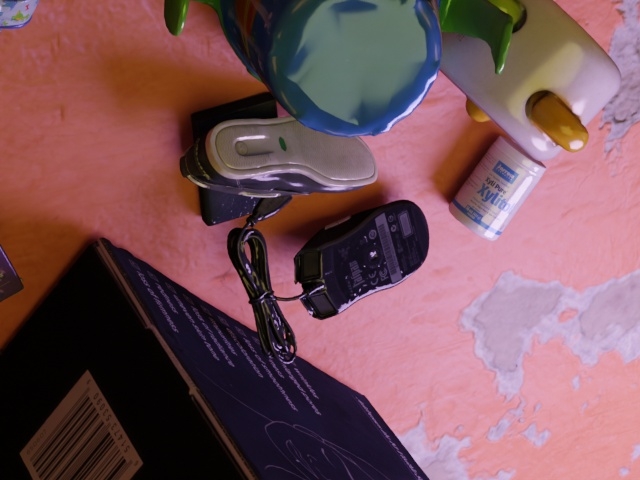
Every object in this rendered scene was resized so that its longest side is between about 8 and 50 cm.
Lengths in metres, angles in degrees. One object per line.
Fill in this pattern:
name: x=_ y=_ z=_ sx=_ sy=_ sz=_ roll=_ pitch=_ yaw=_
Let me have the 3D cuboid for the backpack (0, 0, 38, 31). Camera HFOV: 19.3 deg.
backpack: x=-0.321 y=-0.236 z=1.752 sx=0.114 sy=0.105 sz=0.084 roll=-6 pitch=145 yaw=-28

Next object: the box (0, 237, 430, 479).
box: x=-0.081 y=0.313 z=1.993 sx=0.471 sy=0.480 sz=0.297 roll=32 pitch=102 yaw=-39

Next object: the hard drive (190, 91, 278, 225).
hard drive: x=-0.088 y=-0.086 z=2.031 sx=0.094 sy=0.022 sz=0.135 roll=-18 pitch=126 yaw=-20

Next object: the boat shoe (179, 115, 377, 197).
boat shoe: x=-0.041 y=-0.085 z=2.008 sx=0.233 sy=0.084 sz=0.079 roll=1 pitch=157 yaw=-38

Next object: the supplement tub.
supplement tub: x=0.204 y=-0.060 z=2.186 sx=0.071 sy=0.071 sz=0.107 roll=24 pitch=106 yaw=-38

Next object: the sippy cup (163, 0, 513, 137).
sippy cup: x=0.020 y=-0.214 z=1.838 sx=0.305 sy=0.224 sz=0.240 roll=-26 pitch=117 yaw=5

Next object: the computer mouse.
computer mouse: x=0.000 y=0.000 z=2.104 sx=0.262 sy=0.060 sz=0.184 roll=-34 pitch=116 yaw=-28

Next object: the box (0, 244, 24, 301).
box: x=-0.409 y=-0.011 z=1.839 sx=0.153 sy=0.108 sz=0.207 roll=-31 pitch=130 yaw=-8

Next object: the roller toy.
roller toy: x=0.215 y=-0.184 z=2.029 sx=0.209 sy=0.191 sz=0.146 roll=43 pitch=96 yaw=0
